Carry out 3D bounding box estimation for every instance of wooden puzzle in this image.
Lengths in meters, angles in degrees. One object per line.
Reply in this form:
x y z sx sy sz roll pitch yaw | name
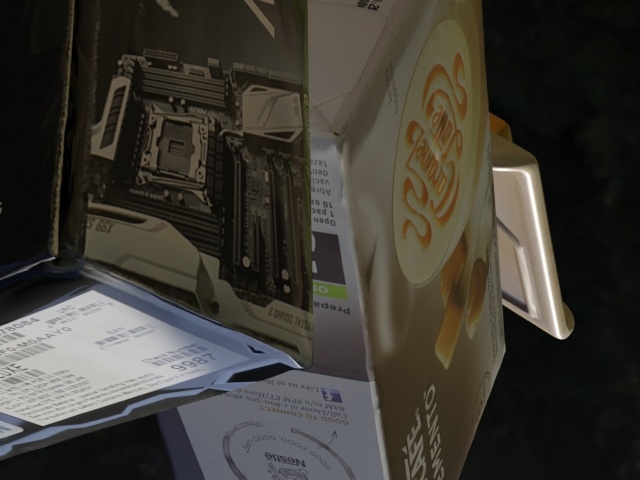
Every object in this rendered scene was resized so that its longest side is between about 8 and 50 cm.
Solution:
0.044 -0.050 0.977 0.221 0.044 0.239 33 168 26 | wooden puzzle

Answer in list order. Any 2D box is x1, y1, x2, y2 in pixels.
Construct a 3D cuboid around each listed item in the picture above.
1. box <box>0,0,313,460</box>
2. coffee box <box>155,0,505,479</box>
-0.141 -0.051 0.458 0.307 0.242 0.076 -19 149 34 | box
0.000 0.000 0.641 0.098 0.141 0.246 11 138 19 | coffee box
